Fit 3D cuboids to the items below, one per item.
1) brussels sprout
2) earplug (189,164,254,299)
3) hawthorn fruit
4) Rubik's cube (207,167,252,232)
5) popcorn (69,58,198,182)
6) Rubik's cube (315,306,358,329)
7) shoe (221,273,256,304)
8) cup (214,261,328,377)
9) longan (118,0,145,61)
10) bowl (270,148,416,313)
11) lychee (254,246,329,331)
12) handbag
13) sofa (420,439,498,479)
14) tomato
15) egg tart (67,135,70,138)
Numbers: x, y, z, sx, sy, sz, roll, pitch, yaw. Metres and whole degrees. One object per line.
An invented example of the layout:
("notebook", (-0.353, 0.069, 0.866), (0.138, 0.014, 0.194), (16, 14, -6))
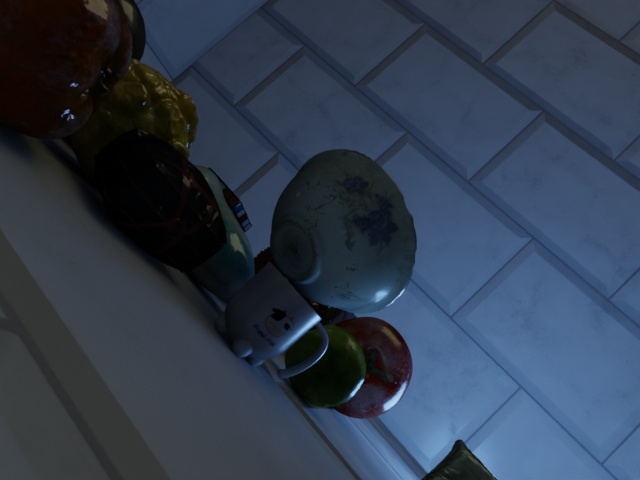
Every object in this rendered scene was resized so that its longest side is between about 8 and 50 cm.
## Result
("brussels sprout", (0.007, 0.266, 1.097), (0.181, 0.144, 0.161), (-17, -91, 43))
("earplug", (-0.244, 0.002, 1.121), (0.324, 0.185, 0.185), (53, -1, 35))
("hawthorn fruit", (-0.379, -0.250, 0.669), (0.235, 0.263, 0.231), (-122, -146, -50))
("Rubik's cube", (-0.358, -0.087, 1.684), (0.184, 0.187, 0.182), (44, -15, 22))
("popcorn", (-0.341, -0.206, 0.942), (0.250, 0.250, 0.190), (55, 8, -51))
("Rubik's cube", (0.061, 0.352, 1.635), (0.231, 0.221, 0.224), (48, -6, -3))
("shoe", (-0.208, 0.099, 1.202), (0.251, 0.103, 0.100), (31, 21, 35))
("cup", (-0.085, 0.144, 0.900), (0.134, 0.142, 0.173), (41, -9, 47))
("longan", (-0.430, -0.383, 0.978), (0.198, 0.212, 0.198), (27, 14, -7))
("bowl", (0.000, 0.000, 0.921), (0.146, 0.313, 0.313), (-17, 54, -46))
("lychee", (-0.105, 0.141, 1.476), (0.267, 0.267, 0.267), (47, -6, 6))
("handbag", (-0.260, -0.063, 0.854), (0.215, 0.155, 0.169), (54, 0, -43))
("sofa", (0.190, 0.384, 0.656), (0.210, 0.176, 0.225), (45, -7, 29))
("tomato", (0.113, 0.346, 1.414), (0.270, 0.270, 0.227), (46, -12, 13))
("egg tart", (-0.511, -0.271, 1.173), (0.341, 0.129, 0.341), (48, -4, 5))
